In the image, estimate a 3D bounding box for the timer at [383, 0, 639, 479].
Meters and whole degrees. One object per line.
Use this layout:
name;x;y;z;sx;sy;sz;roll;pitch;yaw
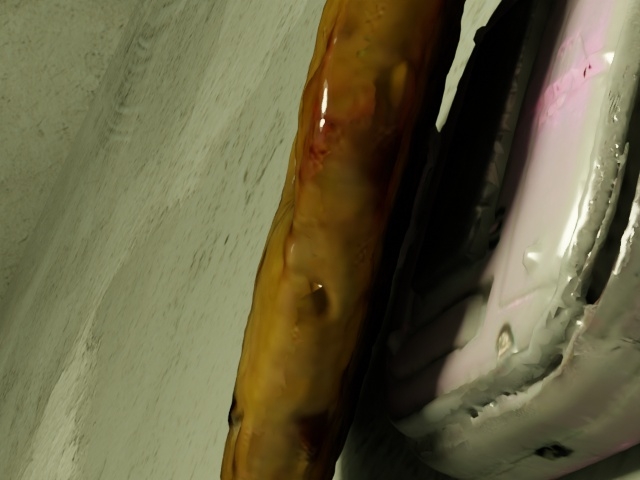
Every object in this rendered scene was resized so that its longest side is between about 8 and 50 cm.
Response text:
timer;0.086;-0.026;0.570;0.191;0.069;0.208;135;153;-64

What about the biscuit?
biscuit;0.019;-0.035;0.676;0.359;0.046;0.359;15;-90;-87
